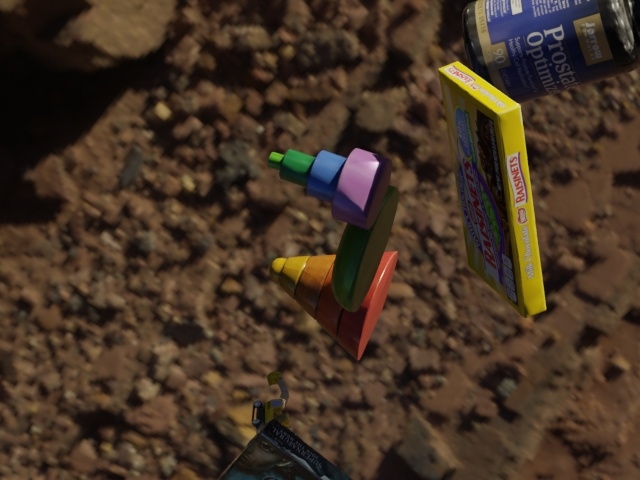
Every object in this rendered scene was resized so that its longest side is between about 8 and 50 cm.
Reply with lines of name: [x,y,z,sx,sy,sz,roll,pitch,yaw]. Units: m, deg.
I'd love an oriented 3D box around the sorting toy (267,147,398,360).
sorting toy: [0.000,0.000,1.435,0.126,0.365,0.127,20,69,11]

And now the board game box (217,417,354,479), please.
board game box: [-0.003,0.258,1.402,0.026,0.186,0.126,-53,0,-43]

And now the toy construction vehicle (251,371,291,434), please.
toy construction vehicle: [-0.044,0.199,1.553,0.035,0.086,0.098,-8,40,10]

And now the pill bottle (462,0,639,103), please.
pill bottle: [0.272,-0.226,1.576,0.219,0.123,0.123,-15,58,19]

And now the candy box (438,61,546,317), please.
candy box: [0.147,-0.042,1.258,0.027,0.206,0.105,-21,33,-13]
